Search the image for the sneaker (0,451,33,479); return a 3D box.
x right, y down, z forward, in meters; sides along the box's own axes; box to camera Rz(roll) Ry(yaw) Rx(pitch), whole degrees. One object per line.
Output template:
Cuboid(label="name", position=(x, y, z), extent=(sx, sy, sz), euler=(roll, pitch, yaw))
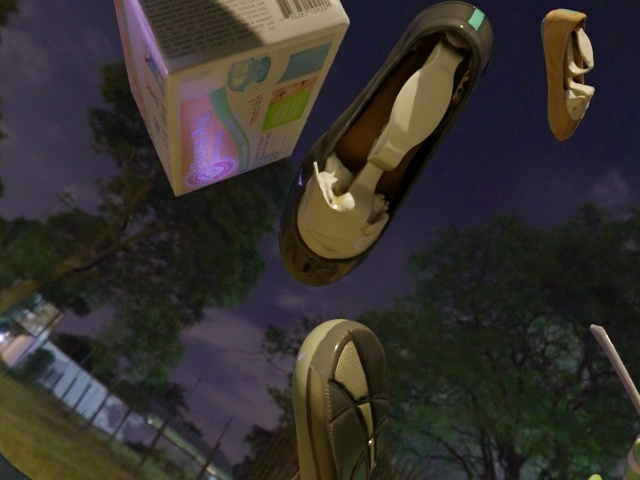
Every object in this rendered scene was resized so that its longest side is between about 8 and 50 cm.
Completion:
Cuboid(label="sneaker", position=(-0.264, 0.219, 0.346), extent=(0.151, 0.094, 0.256), euler=(52, 12, -10))

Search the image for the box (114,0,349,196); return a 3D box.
Cuboid(label="box", position=(-0.073, -0.125, 0.420), extent=(0.103, 0.114, 0.203), euler=(65, -17, 8))

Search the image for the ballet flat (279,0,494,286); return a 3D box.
Cuboid(label="ballet flat", position=(0.038, -0.063, 0.478), extent=(0.095, 0.096, 0.281), euler=(29, -67, -4))

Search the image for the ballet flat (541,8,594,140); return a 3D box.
Cuboid(label="ballet flat", position=(0.422, -0.270, 0.991), extent=(0.073, 0.080, 0.232), euler=(20, -40, 49))

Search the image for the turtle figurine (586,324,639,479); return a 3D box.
Cuboid(label="turtle figurine", position=(0.351, 0.196, 0.488), extent=(0.266, 0.275, 0.198), euler=(9, -33, 49))

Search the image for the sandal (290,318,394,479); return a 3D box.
Cuboid(label="sandal", position=(0.001, 0.198, 0.451), extent=(0.086, 0.120, 0.303), euler=(5, -74, 25))
